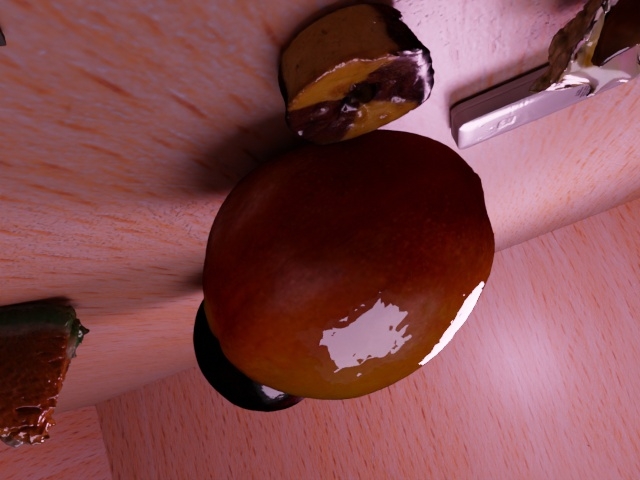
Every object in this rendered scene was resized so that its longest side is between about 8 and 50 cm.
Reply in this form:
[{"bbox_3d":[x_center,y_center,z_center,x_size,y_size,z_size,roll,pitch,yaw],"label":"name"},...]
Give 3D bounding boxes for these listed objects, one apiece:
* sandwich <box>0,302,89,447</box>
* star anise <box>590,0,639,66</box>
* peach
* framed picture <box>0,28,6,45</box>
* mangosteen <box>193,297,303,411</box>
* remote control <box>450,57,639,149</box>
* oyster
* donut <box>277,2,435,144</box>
[{"bbox_3d":[-0.483,0.195,0.744,0.292,0.212,0.109,6,140,-32],"label":"sandwich"},{"bbox_3d":[0.261,-0.221,0.303,0.288,0.088,0.288,-20,150,-12],"label":"star anise"},{"bbox_3d":[0.033,0.021,0.577,0.332,0.307,0.308,-36,161,22],"label":"peach"},{"bbox_3d":[-0.236,-0.114,0.222,0.149,0.011,0.109,-15,167,-19],"label":"framed picture"},{"bbox_3d":[-0.096,0.186,1.013,0.314,0.296,0.297,-21,168,36],"label":"mangosteen"},{"bbox_3d":[0.285,-0.185,0.634,0.250,0.034,0.103,-22,167,11],"label":"remote control"},{"bbox_3d":[0.283,-0.218,0.448,0.133,0.072,0.209,-10,145,-13],"label":"oyster"},{"bbox_3d":[0.028,-0.133,0.422,0.141,0.059,0.140,-19,168,-4],"label":"donut"}]
